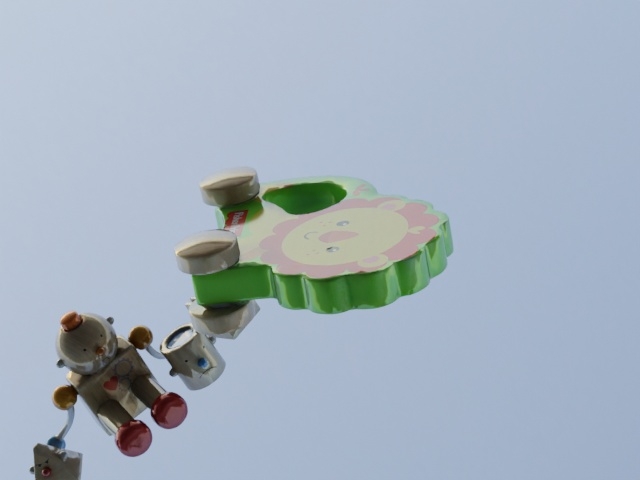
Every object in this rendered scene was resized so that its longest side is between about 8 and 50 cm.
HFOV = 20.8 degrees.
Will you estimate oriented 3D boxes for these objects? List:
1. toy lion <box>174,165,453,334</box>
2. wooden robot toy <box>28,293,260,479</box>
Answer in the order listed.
[{"bbox_3d":[0.000,0.000,0.631,0.096,0.034,0.100,-8,-157,8],"label":"toy lion"},{"bbox_3d":[-0.115,0.069,0.997,0.173,0.079,0.076,-39,-153,-14],"label":"wooden robot toy"}]
